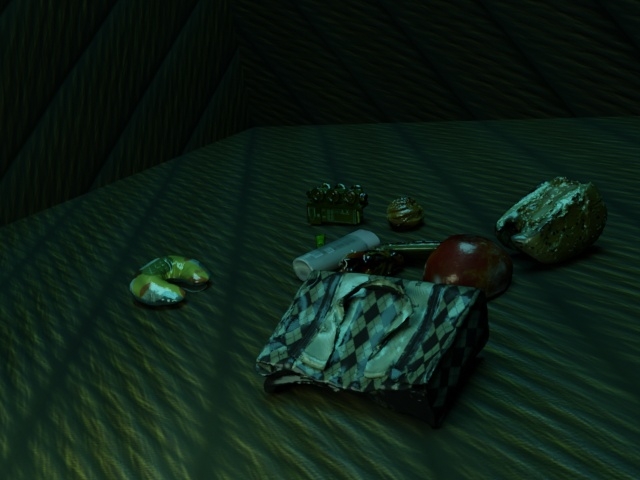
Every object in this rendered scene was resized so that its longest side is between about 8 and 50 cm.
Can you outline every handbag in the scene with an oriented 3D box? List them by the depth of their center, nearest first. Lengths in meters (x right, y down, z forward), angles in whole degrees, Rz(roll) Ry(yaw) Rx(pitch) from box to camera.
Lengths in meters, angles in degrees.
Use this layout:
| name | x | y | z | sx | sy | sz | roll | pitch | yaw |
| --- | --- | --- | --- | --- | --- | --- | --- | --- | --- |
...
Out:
| name | x | y | z | sx | sy | sz | roll | pitch | yaw |
| --- | --- | --- | --- | --- | --- | --- | --- | --- | --- |
| handbag | 0.097 | 0.214 | 1.414 | 0.416 | 0.180 | 0.316 | 6 | 37 | 33 |

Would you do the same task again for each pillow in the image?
| name | x | y | z | sx | sy | sz | roll | pitch | yaw |
| --- | --- | --- | --- | --- | --- | --- | --- | --- | --- |
| pillow | -0.441 | 0.117 | 2.032 | 0.214 | 0.086 | 0.233 | 14 | 28 | 27 |

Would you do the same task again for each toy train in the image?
| name | x | y | z | sx | sy | sz | roll | pitch | yaw |
| --- | --- | --- | --- | --- | --- | --- | --- | --- | --- |
| toy train | 0.057 | -0.121 | 2.376 | 0.226 | 0.137 | 0.090 | 6 | 20 | 26 |

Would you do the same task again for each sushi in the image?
| name | x | y | z | sx | sy | sz | roll | pitch | yaw |
| --- | --- | --- | --- | --- | --- | --- | --- | --- | --- |
| sushi | 0.131 | 0.069 | 1.882 | 0.226 | 0.097 | 0.103 | -5 | 20 | -33 |

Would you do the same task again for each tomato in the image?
| name | x | y | z | sx | sy | sz | roll | pitch | yaw |
| --- | --- | --- | --- | --- | --- | --- | --- | --- | --- |
| tomato | 0.376 | 0.053 | 1.750 | 0.200 | 0.139 | 0.233 | 17 | 31 | 38 |

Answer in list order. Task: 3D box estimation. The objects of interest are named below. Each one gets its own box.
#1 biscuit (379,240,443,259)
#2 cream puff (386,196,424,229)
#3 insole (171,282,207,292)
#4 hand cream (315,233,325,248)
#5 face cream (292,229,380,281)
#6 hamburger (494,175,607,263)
| name | x | y | z | sx | sy | sz | roll | pitch | yaw |
| --- | --- | --- | --- | --- | --- | --- | --- | --- | --- |
| biscuit | 0.322 | 0.030 | 1.935 | 0.323 | 0.038 | 0.099 | -2 | -18 | 20 |
| cream puff | 0.271 | -0.092 | 2.251 | 0.119 | 0.104 | 0.133 | -25 | 24 | -22 |
| insole | -0.415 | 0.123 | 2.107 | 0.080 | 0.003 | 0.232 | -22 | 23 | -30 |
| hand cream | 0.000 | 0.000 | 2.231 | 0.036 | 0.023 | 0.122 | -12 | 16 | 3 |
| face cream | 0.049 | 0.039 | 2.027 | 0.269 | 0.073 | 0.107 | -25 | 30 | -36 |
| hamburger | 0.626 | -0.039 | 1.850 | 0.288 | 0.192 | 0.168 | -40 | 21 | -8 |
